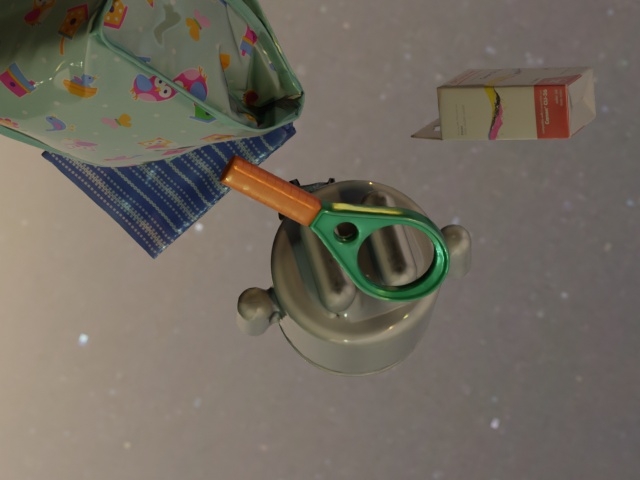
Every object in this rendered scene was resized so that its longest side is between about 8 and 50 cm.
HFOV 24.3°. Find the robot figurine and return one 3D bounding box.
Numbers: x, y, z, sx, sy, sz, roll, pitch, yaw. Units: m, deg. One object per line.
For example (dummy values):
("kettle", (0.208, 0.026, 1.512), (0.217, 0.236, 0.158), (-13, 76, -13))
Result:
("robot figurine", (0.043, 0.051, 1.785), (0.353, 0.300, 0.199), (93, -16, -74))

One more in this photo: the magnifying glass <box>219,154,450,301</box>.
("magnifying glass", (0.015, -0.014, 1.348), (0.092, 0.231, 0.026), (-54, -162, 25))

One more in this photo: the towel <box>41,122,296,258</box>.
("towel", (-0.226, -0.146, 2.197), (0.336, 0.243, 0.040), (-40, -167, 27))

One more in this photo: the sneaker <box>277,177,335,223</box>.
("sneaker", (0.000, 0.000, 2.085), (0.268, 0.101, 0.153), (-138, -142, -63))

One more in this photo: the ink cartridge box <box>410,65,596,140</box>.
("ink cartridge box", (0.212, -0.162, 1.748), (0.115, 0.198, 0.067), (-34, 121, -59))

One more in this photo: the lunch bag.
("lunch bag", (-0.170, -0.157, 1.348), (0.223, 0.262, 0.160), (-14, -119, 37))
